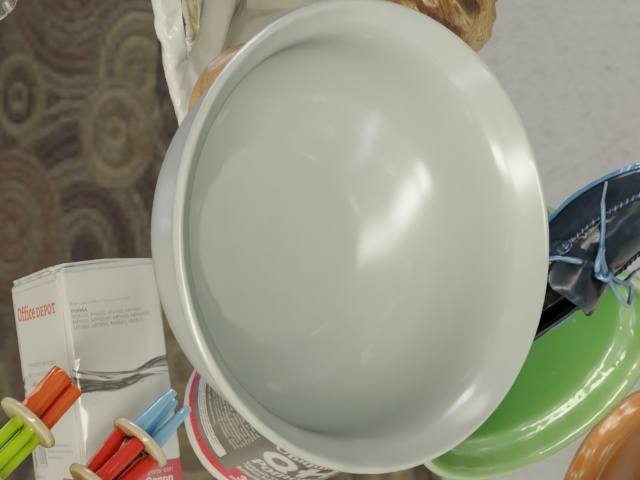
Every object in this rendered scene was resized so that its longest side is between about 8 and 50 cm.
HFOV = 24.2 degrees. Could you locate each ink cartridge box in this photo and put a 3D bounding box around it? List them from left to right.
[{"bbox_3d":[-0.193,0.130,1.280,0.158,0.092,0.217,-14,84,63],"label":"ink cartridge box"}]

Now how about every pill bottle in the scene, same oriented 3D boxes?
[{"bbox_3d":[0.003,0.133,1.424,0.318,0.176,0.176,-37,66,58],"label":"pill bottle"}]

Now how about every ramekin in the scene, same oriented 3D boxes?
[{"bbox_3d":[0.200,0.103,1.612,0.303,0.303,0.148,-58,45,27],"label":"ramekin"}]

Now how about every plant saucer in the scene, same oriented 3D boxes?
[{"bbox_3d":[0.337,0.251,1.626,0.037,0.200,0.200,35,124,-14],"label":"plant saucer"}]

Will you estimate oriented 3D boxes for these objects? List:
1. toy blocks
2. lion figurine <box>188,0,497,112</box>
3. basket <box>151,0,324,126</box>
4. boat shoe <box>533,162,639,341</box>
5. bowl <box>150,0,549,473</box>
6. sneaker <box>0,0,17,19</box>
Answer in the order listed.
[{"bbox_3d":[-0.181,0.148,1.130,0.123,0.148,0.054,45,155,-3],"label":"toy blocks"},{"bbox_3d":[0.012,-0.153,1.350,0.240,0.392,0.142,63,172,-6],"label":"lion figurine"},{"bbox_3d":[0.004,-0.299,1.654,0.331,0.266,0.328,2,134,9],"label":"basket"},{"bbox_3d":[0.230,0.038,1.350,0.258,0.109,0.089,-45,32,23],"label":"boat shoe"},{"bbox_3d":[0.000,0.000,0.974,0.134,0.298,0.297,-7,87,53],"label":"bowl"},{"bbox_3d":[-0.438,-0.224,1.449,0.115,0.281,0.105,-145,48,-67],"label":"sneaker"}]
